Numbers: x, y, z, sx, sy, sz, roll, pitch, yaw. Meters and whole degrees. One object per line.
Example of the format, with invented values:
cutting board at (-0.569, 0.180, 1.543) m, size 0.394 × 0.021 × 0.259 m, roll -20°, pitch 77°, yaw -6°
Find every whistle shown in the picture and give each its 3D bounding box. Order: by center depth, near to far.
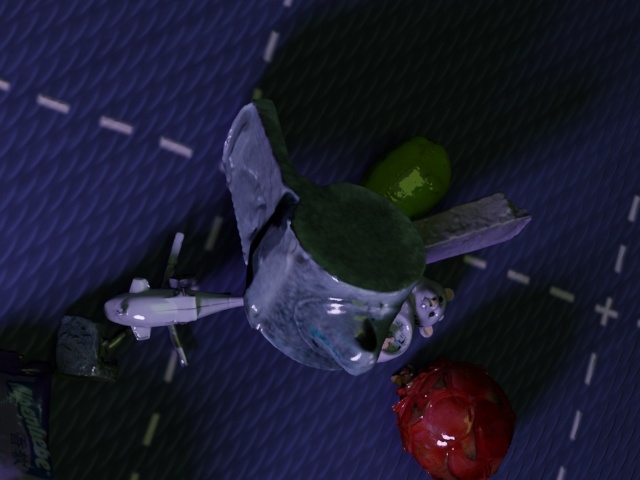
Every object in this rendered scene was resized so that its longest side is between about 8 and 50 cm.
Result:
whistle at (-0.029, -0.002, 1.866) m, size 0.405 × 0.168 × 0.188 m, roll 46°, pitch 44°, yaw 18°

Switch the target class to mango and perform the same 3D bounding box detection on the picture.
mango at (0.119, -0.074, 2.081) m, size 0.178 × 0.100 × 0.119 m, roll -45°, pitch 114°, yaw -7°

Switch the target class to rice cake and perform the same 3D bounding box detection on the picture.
rice cake at (0.105, 0.012, 2.038) m, size 0.399 × 0.070 × 0.064 m, roll -16°, pitch 65°, yaw -9°

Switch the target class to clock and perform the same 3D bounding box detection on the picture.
clock at (0.118, 0.114, 2.096) m, size 0.117 × 0.080 × 0.176 m, roll 44°, pitch 71°, yaw -22°

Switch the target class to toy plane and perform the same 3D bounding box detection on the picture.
toy plane at (-0.151, 0.094, 1.919) m, size 0.273 × 0.107 × 0.182 m, roll 14°, pitch 94°, yaw -7°

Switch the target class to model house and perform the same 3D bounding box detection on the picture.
model house at (-0.308, 0.143, 1.887) m, size 0.066 × 0.078 × 0.083 m, roll 38°, pitch 54°, yaw -68°

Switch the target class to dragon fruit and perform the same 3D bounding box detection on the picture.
dragon fruit at (0.200, 0.265, 2.097) m, size 0.172 × 0.172 × 0.209 m, roll -38°, pitch 94°, yaw -21°

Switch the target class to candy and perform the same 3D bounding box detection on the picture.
candy at (-0.395, 0.241, 1.775) m, size 0.145 × 0.275 × 0.070 m, roll 14°, pitch 129°, yaw -28°
